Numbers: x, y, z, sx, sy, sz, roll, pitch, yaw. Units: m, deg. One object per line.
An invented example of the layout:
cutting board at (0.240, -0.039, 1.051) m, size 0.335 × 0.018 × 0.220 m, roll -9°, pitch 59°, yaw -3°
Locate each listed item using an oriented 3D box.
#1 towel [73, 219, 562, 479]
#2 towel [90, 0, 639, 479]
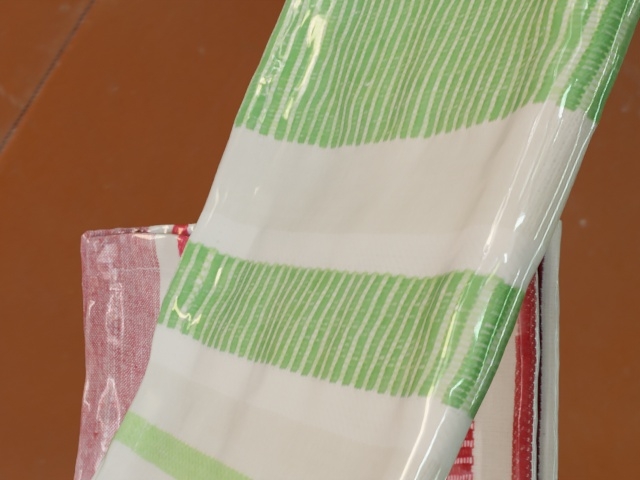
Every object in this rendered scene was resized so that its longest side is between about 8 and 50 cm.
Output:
towel at (-0.021, 0.103, 0.779) m, size 0.037 × 0.329 × 0.237 m, roll 7°, pitch 82°, yaw -46°
towel at (0.000, 0.000, 0.488) m, size 0.038 × 0.248 × 0.324 m, roll 29°, pitch 79°, yaw -20°
